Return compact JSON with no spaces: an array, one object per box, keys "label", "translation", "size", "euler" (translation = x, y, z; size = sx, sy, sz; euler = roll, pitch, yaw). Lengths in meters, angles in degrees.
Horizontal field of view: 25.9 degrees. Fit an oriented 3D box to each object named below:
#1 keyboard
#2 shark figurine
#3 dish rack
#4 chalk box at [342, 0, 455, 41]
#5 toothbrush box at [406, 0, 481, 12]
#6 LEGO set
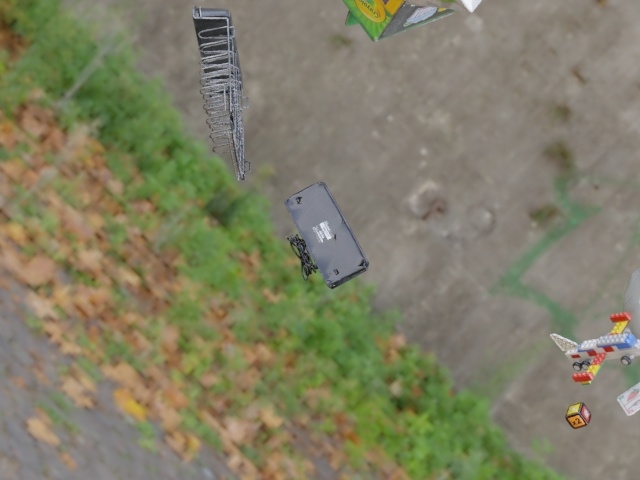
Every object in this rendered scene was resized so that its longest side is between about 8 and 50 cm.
[{"label":"keyboard","translation":[0.000,0.000,2.164],"size":[0.038,0.100,0.192],"euler":[67,-3,-53]},{"label":"shark figurine","translation":[0.497,0.158,1.880],"size":[0.166,0.116,0.278],"euler":[-26,73,-42]},{"label":"dish rack","translation":[-0.165,-0.243,2.359],"size":[0.208,0.074,0.271],"euler":[80,4,-54]},{"label":"chalk box","translation":[0.114,-0.398,1.861],"size":[0.180,0.289,0.179],"euler":[-25,74,-39]},{"label":"toothbrush box","translation":[0.157,-0.421,1.502],"size":[0.206,0.283,0.122],"euler":[48,-15,-33]},{"label":"LEGO set","translation":[0.372,0.117,1.616],"size":[0.060,0.244,0.182],"euler":[51,8,-17]}]
